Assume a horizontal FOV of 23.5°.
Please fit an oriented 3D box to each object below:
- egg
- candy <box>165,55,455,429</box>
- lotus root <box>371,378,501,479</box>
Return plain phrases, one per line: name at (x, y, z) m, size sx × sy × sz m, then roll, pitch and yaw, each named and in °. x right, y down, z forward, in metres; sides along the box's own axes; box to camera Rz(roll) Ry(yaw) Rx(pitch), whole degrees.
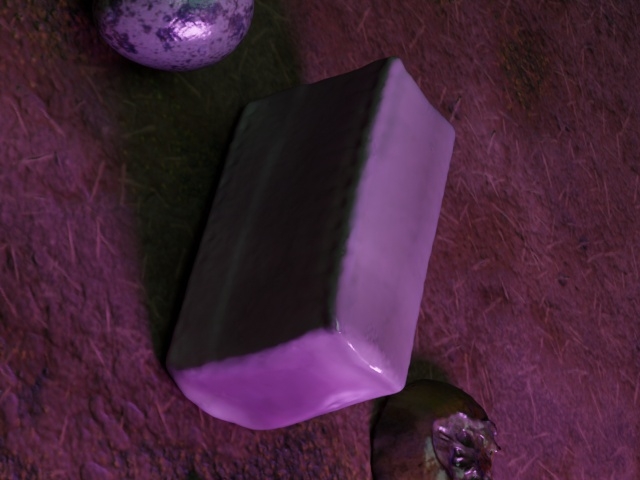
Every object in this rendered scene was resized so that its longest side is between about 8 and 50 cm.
egg at (-0.145, -0.230, 1.505) m, size 0.172 × 0.132 × 0.132 m, roll -14°, pitch 86°, yaw -40°
candy at (-0.001, 0.002, 1.526) m, size 0.145 × 0.208 × 0.358 m, roll 44°, pitch 45°, yaw -37°
lotus root at (0.146, 0.242, 1.698) m, size 0.204 × 0.078 × 0.183 m, roll -23°, pitch 94°, yaw -52°
